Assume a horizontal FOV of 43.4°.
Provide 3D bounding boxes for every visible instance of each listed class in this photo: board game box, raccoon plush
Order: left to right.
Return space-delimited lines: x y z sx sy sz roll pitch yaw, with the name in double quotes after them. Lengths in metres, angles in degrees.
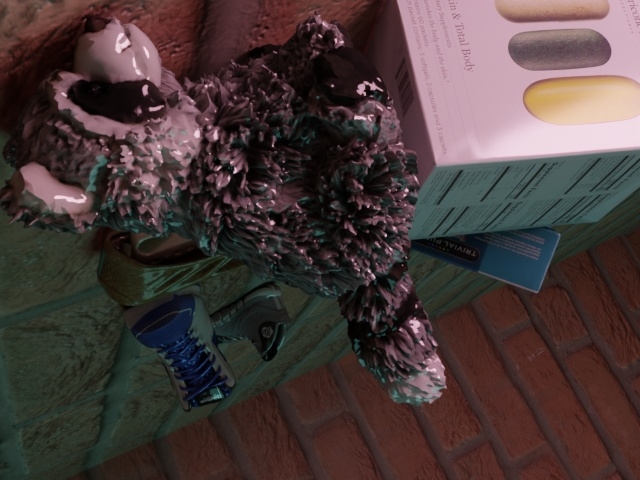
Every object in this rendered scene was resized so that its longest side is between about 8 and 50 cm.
-0.069 0.017 0.690 0.299 0.446 0.216 -25 -169 -12 "raccoon plush"
0.181 -0.025 1.103 0.336 0.254 0.079 -15 125 -77 "board game box"

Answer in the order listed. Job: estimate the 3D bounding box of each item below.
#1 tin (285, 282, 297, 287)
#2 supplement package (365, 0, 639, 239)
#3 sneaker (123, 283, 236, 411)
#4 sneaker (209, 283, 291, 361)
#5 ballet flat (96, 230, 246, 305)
0.000 0.000 1.270 0.190 0.106 0.040 -34 171 28 "tin"
0.194 -0.133 0.847 0.263 0.199 0.198 -6 160 -12 "supplement package"
-0.218 0.189 1.377 0.127 0.182 0.315 -27 165 -5 "sneaker"
-0.152 0.193 1.596 0.229 0.132 0.086 -34 163 25 "sneaker"
-0.120 -0.023 1.025 0.342 0.116 0.124 -19 144 -15 "ballet flat"
